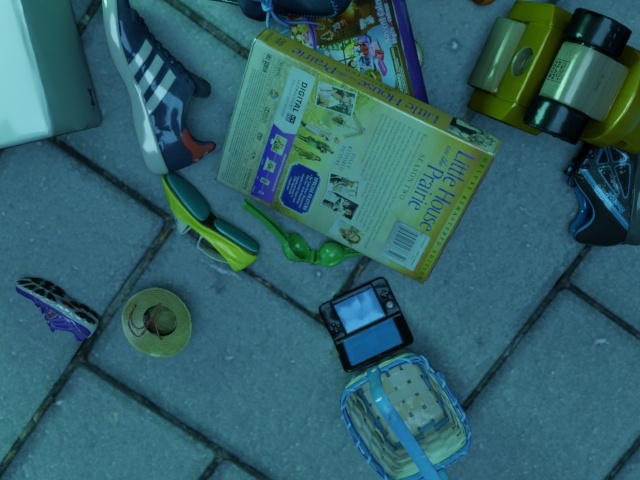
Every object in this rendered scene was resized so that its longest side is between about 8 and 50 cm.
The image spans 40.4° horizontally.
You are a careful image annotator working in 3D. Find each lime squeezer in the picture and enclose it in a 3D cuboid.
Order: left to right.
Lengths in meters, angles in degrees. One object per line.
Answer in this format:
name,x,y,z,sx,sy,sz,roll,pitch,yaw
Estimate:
lime squeezer,0.000,0.000,1.608,0.311,0.058,0.109,15,119,-7

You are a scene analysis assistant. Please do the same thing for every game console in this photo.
game console,0.084,0.156,1.633,0.144,0.085,0.124,-25,100,3

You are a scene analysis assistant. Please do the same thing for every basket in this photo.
basket,0.158,0.335,1.563,0.201,0.289,0.254,-31,99,0

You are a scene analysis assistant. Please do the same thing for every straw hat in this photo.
straw hat,-0.296,0.148,1.637,0.145,0.061,0.144,3,99,16

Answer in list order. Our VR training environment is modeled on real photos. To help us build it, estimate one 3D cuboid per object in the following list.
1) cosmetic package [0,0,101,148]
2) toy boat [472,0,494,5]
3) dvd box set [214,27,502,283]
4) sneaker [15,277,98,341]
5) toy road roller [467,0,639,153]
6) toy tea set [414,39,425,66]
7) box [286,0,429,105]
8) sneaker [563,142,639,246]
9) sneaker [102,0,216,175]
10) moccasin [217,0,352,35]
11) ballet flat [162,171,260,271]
cosmetic package,-0.616,-0.292,1.412,0.394,0.329,0.327,-13,100,1
toy boat,0.276,-0.478,1.504,0.231,0.151,0.151,-14,130,2
dvd box set,0.048,-0.133,1.453,0.421,0.062,0.307,26,132,5
sneaker,-0.503,0.133,1.630,0.170,0.068,0.071,37,104,-8
toy road roller,0.427,-0.259,1.465,0.241,0.329,0.202,19,101,-26
toy tea set,0.119,-0.271,1.559,0.200,0.124,0.335,4,106,28
box,0.069,-0.278,1.475,0.201,0.057,0.293,-9,100,31
sneaker,0.515,-0.150,1.562,0.140,0.125,0.340,-6,100,2
sneaker,-0.278,-0.297,1.529,0.148,0.131,0.349,-17,106,-5
moccasin,-0.087,-0.401,1.421,0.117,0.342,0.137,-48,131,-17
ballet flat,-0.217,-0.026,1.603,0.231,0.077,0.077,41,114,-10
